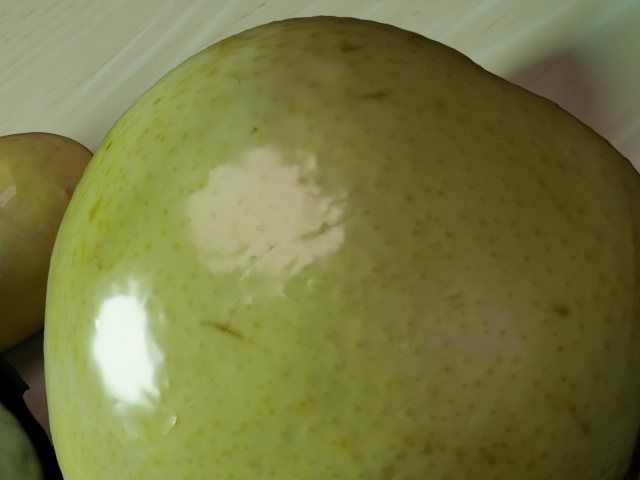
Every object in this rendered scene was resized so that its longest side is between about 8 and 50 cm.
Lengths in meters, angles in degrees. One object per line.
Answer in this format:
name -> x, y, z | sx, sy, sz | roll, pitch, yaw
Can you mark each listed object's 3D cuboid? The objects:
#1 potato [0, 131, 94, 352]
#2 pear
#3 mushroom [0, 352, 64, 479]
potato -> -0.245, 0.011, 1.326 | 0.234, 0.146, 0.150 | -29, 71, 20
pear -> 0.015, 0.051, 0.896 | 0.309, 0.309, 0.309 | -26, 42, 25
mushroom -> -0.282, 0.156, 1.151 | 0.247, 0.130, 0.344 | -46, 52, 13
